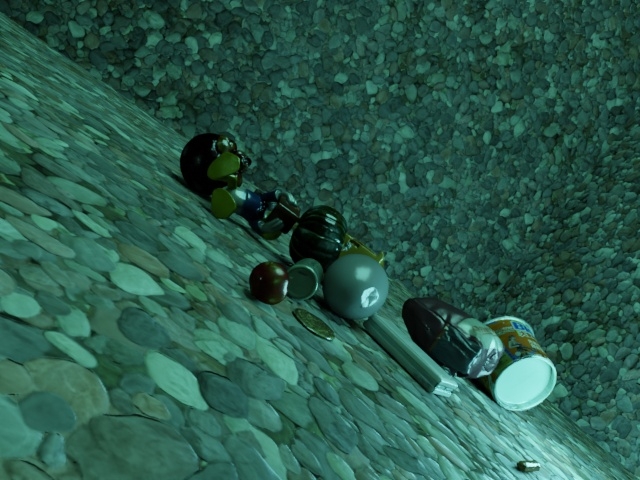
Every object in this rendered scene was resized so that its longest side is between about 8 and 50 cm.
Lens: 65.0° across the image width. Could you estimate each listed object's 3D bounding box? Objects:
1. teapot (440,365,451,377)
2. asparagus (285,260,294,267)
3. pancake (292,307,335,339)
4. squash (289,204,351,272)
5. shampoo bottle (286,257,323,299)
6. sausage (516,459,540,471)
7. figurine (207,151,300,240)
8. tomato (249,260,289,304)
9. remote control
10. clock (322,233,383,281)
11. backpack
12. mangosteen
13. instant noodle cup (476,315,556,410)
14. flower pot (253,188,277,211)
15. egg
[{"bbox_3d":[0.328,0.376,1.379,0.083,0.063,0.049,27,41,-74],"label":"teapot"},{"bbox_3d":[-0.057,0.093,1.536,0.127,0.018,0.015,31,32,-37],"label":"asparagus"},{"bbox_3d":[-0.014,0.178,1.082,0.114,0.011,0.115,35,5,-4],"label":"pancake"},{"bbox_3d":[-0.005,-0.001,1.498,0.172,0.218,0.218,41,4,-10],"label":"squash"},{"bbox_3d":[-0.038,0.092,1.298,0.085,0.085,0.262,36,5,2],"label":"shampoo bottle"},{"bbox_3d":[0.474,0.514,1.146,0.116,0.026,0.026,29,8,-48],"label":"sausage"},{"bbox_3d":[-0.189,-0.110,1.617,0.283,0.205,0.338,11,-12,10],"label":"figurine"},{"bbox_3d":[-0.105,0.083,0.990,0.075,0.087,0.087,-2,27,-32],"label":"tomato"},{"bbox_3d":[0.231,0.301,1.329,0.103,0.056,0.277,30,9,-47],"label":"remote control"},{"bbox_3d":[0.104,0.094,1.730,0.244,0.200,0.317,41,-1,20],"label":"clock"},{"bbox_3d":[0.388,0.300,1.583,0.317,0.197,0.283,34,4,35],"label":"backpack"},{"bbox_3d":[-0.332,-0.250,1.647,0.249,0.212,0.211,1,-9,22],"label":"mangosteen"},{"bbox_3d":[0.677,0.443,1.779,0.296,0.296,0.214,34,13,-19],"label":"instant noodle cup"},{"bbox_3d":[-0.224,-0.127,1.945,0.157,0.107,0.157,37,5,-4],"label":"flower pot"},{"bbox_3d":[0.092,0.124,1.344,0.176,0.176,0.232,37,8,11],"label":"egg"}]
